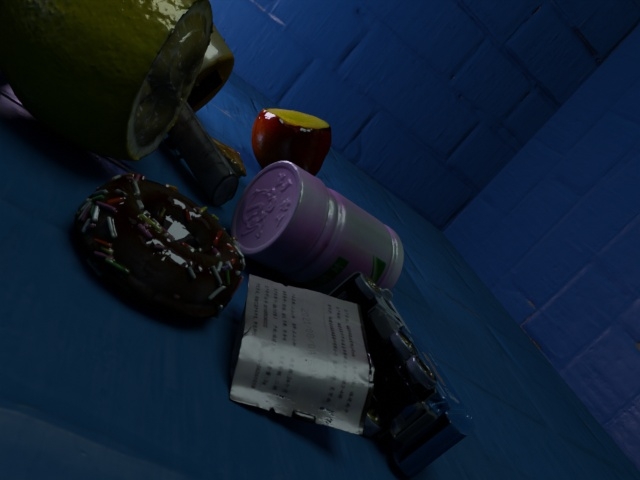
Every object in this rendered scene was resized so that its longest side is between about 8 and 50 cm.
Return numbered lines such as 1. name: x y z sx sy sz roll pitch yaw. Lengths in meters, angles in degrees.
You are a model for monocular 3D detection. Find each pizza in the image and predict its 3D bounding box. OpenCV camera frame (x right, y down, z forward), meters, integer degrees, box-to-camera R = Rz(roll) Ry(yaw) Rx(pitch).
1. pizza: -0.251 -0.209 1.537 0.161 0.062 0.182 38 8 14

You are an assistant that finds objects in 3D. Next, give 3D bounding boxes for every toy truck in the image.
1. toy truck: 0.119 0.224 1.045 0.175 0.146 0.367 39 15 -40

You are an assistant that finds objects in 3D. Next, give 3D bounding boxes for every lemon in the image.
1. lemon: -0.382 -0.333 1.022 0.364 0.364 0.364 38 15 -12

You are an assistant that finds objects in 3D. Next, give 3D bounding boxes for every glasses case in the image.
1. glasses case: -0.280 -0.219 1.313 0.060 0.114 0.299 -24 70 -31

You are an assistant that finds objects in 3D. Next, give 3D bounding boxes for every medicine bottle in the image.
1. medicine bottle: 0.000 0.000 1.249 0.325 0.212 0.212 31 18 -39

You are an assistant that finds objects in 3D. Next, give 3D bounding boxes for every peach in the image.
1. peach: -0.087 -0.293 1.832 0.274 0.249 0.245 -54 134 -81

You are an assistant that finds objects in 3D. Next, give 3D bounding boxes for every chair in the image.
1. chair: -0.337 -0.226 1.393 0.042 0.037 0.086 44 4 -45

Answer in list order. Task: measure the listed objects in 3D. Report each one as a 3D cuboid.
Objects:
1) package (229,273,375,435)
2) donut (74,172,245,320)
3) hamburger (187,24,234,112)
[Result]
1. package: -0.022 0.152 0.888 0.204 0.062 0.250 20 38 -15
2. donut: -0.226 0.004 0.882 0.270 0.103 0.269 38 17 -13
3. hamburger: -0.355 -0.432 1.500 0.179 0.276 0.294 48 1 -3
